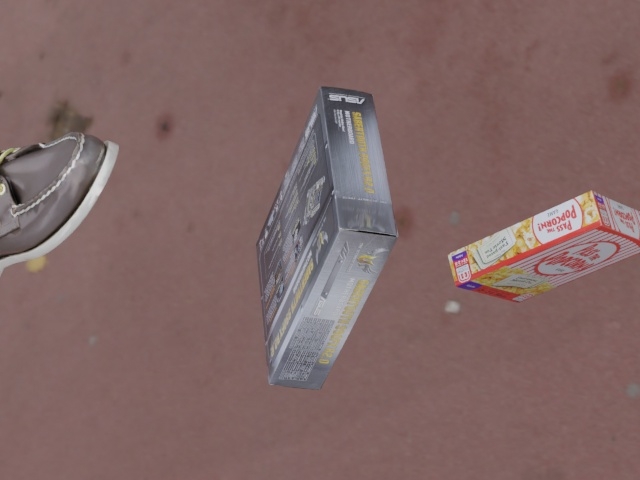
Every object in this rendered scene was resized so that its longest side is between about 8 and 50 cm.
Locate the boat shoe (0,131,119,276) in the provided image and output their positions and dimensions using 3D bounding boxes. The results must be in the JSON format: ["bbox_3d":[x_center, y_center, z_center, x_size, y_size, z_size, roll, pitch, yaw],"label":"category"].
[{"bbox_3d":[-0.326,-0.043,1.344,0.324,0.096,0.117,-24,38,48],"label":"boat shoe"}]

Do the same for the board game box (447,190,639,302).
[{"bbox_3d":[0.269,0.011,1.476,0.193,0.146,0.045,-27,65,33],"label":"board game box"}]

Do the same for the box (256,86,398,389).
[{"bbox_3d":[0.000,0.000,1.199,0.231,0.056,0.183,114,157,-44],"label":"box"}]
